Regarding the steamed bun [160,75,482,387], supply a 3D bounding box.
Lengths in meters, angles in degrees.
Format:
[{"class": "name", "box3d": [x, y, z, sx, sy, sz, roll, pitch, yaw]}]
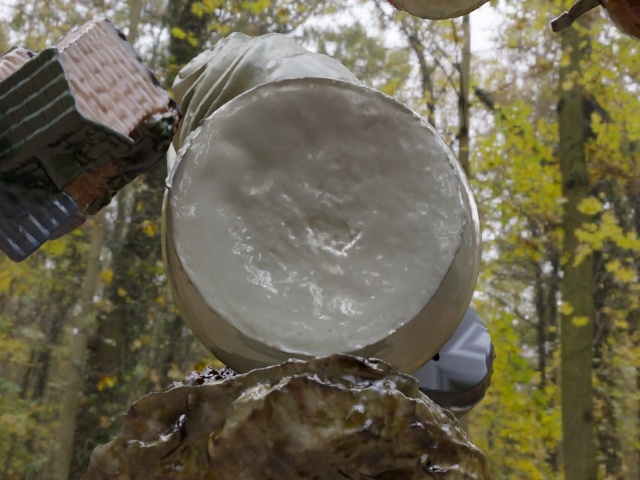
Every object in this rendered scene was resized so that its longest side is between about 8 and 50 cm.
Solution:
[{"class": "steamed bun", "box3d": [0.000, 0.000, 0.789, 0.324, 0.324, 0.206, 5, -18, 3]}]

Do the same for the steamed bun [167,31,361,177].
[{"class": "steamed bun", "box3d": [-0.099, -0.183, 1.148, 0.309, 0.219, 0.324, -34, 3, 4]}]

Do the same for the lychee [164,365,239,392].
[{"class": "lychee", "box3d": [-0.091, 0.259, 0.863, 0.236, 0.236, 0.271, 2, -50, 10]}]

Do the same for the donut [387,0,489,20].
[{"class": "donut", "box3d": [0.106, -0.305, 0.829, 0.108, 0.065, 0.166, -27, -57, 25]}]

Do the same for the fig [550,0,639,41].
[{"class": "fig", "box3d": [0.356, -0.275, 0.810, 0.149, 0.148, 0.202, 28, 5, 4]}]

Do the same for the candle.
[{"class": "candle", "box3d": [0.126, 0.232, 1.291, 0.221, 0.221, 0.342, 12, -34, -15]}]

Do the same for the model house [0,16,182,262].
[{"class": "model house", "box3d": [-0.239, -0.079, 0.657, 0.183, 0.172, 0.166, -28, -69, 23]}]

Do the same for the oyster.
[{"class": "oyster", "box3d": [0.003, 0.187, 0.607, 0.396, 0.111, 0.204, 5, -54, -1]}]
